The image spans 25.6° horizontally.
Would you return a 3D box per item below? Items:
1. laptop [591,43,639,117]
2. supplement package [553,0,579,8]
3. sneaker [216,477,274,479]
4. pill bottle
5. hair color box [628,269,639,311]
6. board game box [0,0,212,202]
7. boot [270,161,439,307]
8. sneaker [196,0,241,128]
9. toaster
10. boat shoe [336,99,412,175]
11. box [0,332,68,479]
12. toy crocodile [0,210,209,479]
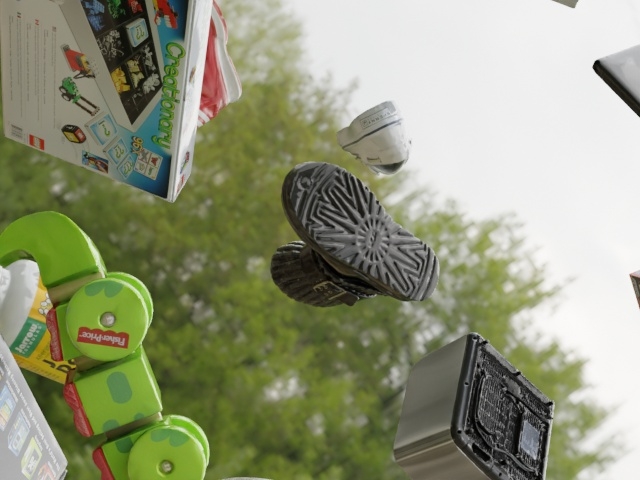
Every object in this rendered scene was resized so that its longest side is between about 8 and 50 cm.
[{"bbox_3d":[0.489,-0.032,1.728,0.408,0.382,0.236,49,-53,14],"label":"laptop"},{"bbox_3d":[0.209,-0.403,1.589,0.262,0.145,0.204,20,-11,1],"label":"supplement package"},{"bbox_3d":[-0.139,0.426,2.119,0.321,0.127,0.126,-9,-28,40],"label":"sneaker"},{"bbox_3d":[-0.318,0.092,1.612,0.208,0.117,0.117,27,1,-27],"label":"pill bottle"},{"bbox_3d":[0.504,0.060,1.863,0.053,0.167,0.093,-154,-135,-75],"label":"hair color box"},{"bbox_3d":[-0.206,-0.179,1.324,0.193,0.053,0.305,22,-39,6],"label":"board game box"},{"bbox_3d":[-0.001,0.004,2.293,0.260,0.131,0.348,-2,-36,49],"label":"boot"},{"bbox_3d":[-0.176,-0.217,1.695,0.087,0.128,0.221,16,-35,39],"label":"sneaker"},{"bbox_3d":[0.187,0.233,1.661,0.110,0.185,0.168,-28,-58,37],"label":"toaster"},{"bbox_3d":[0.068,-0.112,1.672,0.226,0.083,0.076,-18,84,-87],"label":"boat shoe"},{"bbox_3d":[-0.351,0.211,1.142,0.097,0.318,0.395,12,-37,16],"label":"box"},{"bbox_3d":[-0.167,0.132,1.171,0.115,0.105,0.340,-146,-145,-84],"label":"toy crocodile"}]
